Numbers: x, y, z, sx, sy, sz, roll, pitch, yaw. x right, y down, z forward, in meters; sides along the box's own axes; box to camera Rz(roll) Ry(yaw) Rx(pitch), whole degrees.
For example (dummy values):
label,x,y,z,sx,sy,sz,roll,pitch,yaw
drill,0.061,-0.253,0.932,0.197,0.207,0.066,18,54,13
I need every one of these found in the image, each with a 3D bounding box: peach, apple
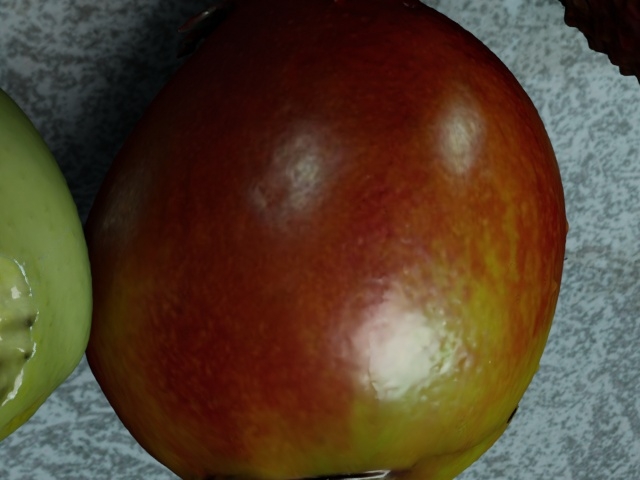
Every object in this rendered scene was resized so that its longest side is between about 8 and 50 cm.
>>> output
label,x,y,z,sx,sy,sz,roll,pitch,yaw
peach,0.000,0.000,1.278,0.370,0.370,0.370,-15,129,-19
apple,-0.285,0.012,1.170,0.279,0.279,0.279,-15,129,-19

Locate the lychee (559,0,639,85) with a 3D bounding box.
label,x,y,z,sx,sy,sz,roll,pitch,yaw
lychee,0.293,-0.227,1.308,0.276,0.276,0.304,-35,138,-1
